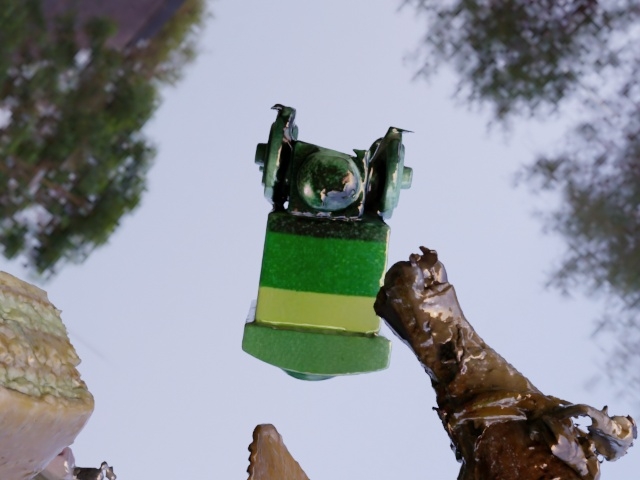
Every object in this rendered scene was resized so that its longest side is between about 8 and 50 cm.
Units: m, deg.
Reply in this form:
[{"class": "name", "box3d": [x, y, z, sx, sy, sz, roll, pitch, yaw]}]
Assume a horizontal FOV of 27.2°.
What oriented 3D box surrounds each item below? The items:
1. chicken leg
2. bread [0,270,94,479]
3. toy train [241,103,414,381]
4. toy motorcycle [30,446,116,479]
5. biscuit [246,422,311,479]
[{"class": "chicken leg", "box3d": [0.107, 0.101, 0.814, 0.080, 0.196, 0.125, -24, 146, -29]}, {"class": "bread", "box3d": [-0.225, 0.081, 0.696, 0.138, 0.196, 0.102, -39, -119, 11]}, {"class": "toy train", "box3d": [0.000, 0.000, 1.085, 0.301, 0.120, 0.202, -135, -128, -87]}, {"class": "toy motorcycle", "box3d": [-0.199, 0.269, 0.990, 0.143, 0.327, 0.188, -32, -169, 27]}, {"class": "biscuit", "box3d": [-0.008, 0.295, 1.093, 0.013, 0.232, 0.237, -21, -148, 19]}]
